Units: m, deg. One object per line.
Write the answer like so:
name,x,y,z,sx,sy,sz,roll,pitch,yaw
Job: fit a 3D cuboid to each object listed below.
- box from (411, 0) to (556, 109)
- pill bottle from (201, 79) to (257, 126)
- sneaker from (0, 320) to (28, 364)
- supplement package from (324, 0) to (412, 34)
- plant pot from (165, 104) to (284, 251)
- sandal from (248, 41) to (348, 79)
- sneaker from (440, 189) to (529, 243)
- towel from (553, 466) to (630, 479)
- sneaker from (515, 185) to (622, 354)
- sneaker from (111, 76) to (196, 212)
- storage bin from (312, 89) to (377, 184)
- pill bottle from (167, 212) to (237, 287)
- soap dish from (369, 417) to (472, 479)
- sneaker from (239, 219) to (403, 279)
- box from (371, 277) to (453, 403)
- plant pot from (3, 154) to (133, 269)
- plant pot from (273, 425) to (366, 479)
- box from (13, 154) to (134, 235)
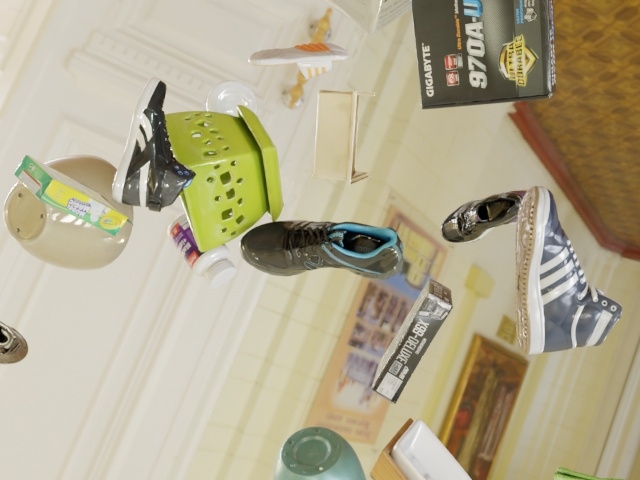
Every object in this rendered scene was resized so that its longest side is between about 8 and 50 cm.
box,0.211,-0.291,0.851,0.175,0.220,0.051,1,-160,27
pill bottle,-0.237,-0.332,1.654,0.124,0.124,0.221,24,178,-15
sneaker,-0.517,0.163,1.039,0.071,0.066,0.188,20,158,21
supplement package,0.110,-0.554,1.146,0.175,0.177,0.293,41,152,16
plant pot,-0.203,-0.146,1.390,0.227,0.207,0.228,-121,20,-45
sandal,-0.059,-0.474,1.745,0.265,0.076,0.102,-6,-142,-5
sneaker,0.398,-0.066,1.636,0.124,0.107,0.283,-1,164,-44
towel,0.367,0.336,0.856,0.113,0.023,0.152,3,144,23
sneaker,0.403,0.048,1.059,0.153,0.282,0.099,-2,-166,5
sneaker,-0.260,-0.153,1.090,0.121,0.217,0.079,16,178,-10
storage bin,0.079,-0.316,1.956,0.123,0.262,0.260,7,-167,19
pill bottle,-0.301,0.025,1.677,0.193,0.108,0.108,50,-177,20
soap dish,0.265,0.605,1.606,0.291,0.118,0.229,50,-158,12
sneaker,0.000,0.000,1.324,0.341,0.125,0.139,1,159,4
box,0.253,0.267,1.785,0.076,0.307,0.242,30,-170,6
plant pot,-0.609,-0.063,1.506,0.284,0.284,0.191,19,-170,21
plant pot,-0.008,0.695,1.921,0.293,0.293,0.235,17,129,37
box,-0.394,-0.067,1.058,0.105,0.043,0.179,34,-179,37
